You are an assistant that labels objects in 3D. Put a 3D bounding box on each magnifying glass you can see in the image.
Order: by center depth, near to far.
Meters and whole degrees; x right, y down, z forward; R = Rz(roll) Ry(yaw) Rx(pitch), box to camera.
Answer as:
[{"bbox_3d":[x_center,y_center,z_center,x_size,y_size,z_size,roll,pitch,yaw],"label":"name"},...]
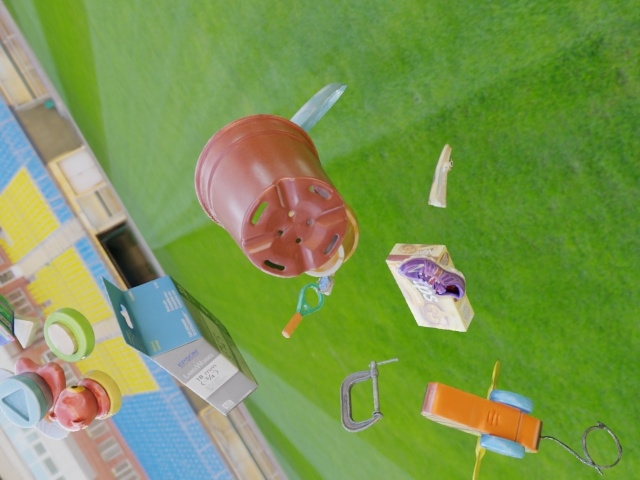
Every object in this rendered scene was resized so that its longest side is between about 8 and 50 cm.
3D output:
[{"bbox_3d":[-0.057,0.226,2.071,0.026,0.231,0.092,-21,113,45],"label":"magnifying glass"}]

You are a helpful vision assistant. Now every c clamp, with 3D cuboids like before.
[{"bbox_3d":[0.102,0.332,1.380,0.022,0.137,0.160,53,-149,-43],"label":"c clamp"}]

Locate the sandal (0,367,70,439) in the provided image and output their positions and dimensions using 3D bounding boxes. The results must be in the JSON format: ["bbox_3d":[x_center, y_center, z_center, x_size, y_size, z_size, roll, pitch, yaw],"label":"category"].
[{"bbox_3d":[-0.748,0.415,1.689,0.265,0.102,0.076,33,-174,8],"label":"sandal"}]

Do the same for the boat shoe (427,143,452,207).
[{"bbox_3d":[0.302,-0.158,1.561,0.048,0.152,0.056,14,-174,7],"label":"boat shoe"}]

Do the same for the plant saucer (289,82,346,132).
[{"bbox_3d":[-0.039,-0.409,2.100,0.043,0.317,0.317,46,164,-2],"label":"plant saucer"}]

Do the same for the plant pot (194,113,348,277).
[{"bbox_3d":[-0.087,-0.077,1.242,0.265,0.273,0.272,54,167,57],"label":"plant pot"}]

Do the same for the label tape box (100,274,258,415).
[{"bbox_3d":[-0.297,0.198,1.376,0.240,0.106,0.333,47,176,48],"label":"label tape box"}]

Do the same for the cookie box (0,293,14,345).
[{"bbox_3d":[-0.745,0.174,1.471,0.107,0.040,0.091,-119,8,-46],"label":"cookie box"}]

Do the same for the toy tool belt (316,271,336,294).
[{"bbox_3d":[0.016,0.128,2.017,0.051,0.083,0.052,22,171,-35],"label":"toy tool belt"}]

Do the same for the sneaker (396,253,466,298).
[{"bbox_3d":[0.254,0.084,1.432,0.071,0.170,0.068,-88,19,-51],"label":"sneaker"}]

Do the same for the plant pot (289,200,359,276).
[{"bbox_3d":[0.000,0.000,1.686,0.188,0.205,0.205,-81,-34,-69],"label":"plant pot"}]

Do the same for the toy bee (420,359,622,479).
[{"bbox_3d":[0.305,0.323,1.072,0.298,0.195,0.162,37,163,11],"label":"toy bee"}]

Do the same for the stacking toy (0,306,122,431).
[{"bbox_3d":[-0.643,0.311,1.482,0.130,0.309,0.279,-36,-63,-63],"label":"stacking toy"}]

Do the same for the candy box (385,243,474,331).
[{"bbox_3d":[0.358,0.153,2.068,0.183,0.087,0.316,1,133,39],"label":"candy box"}]
